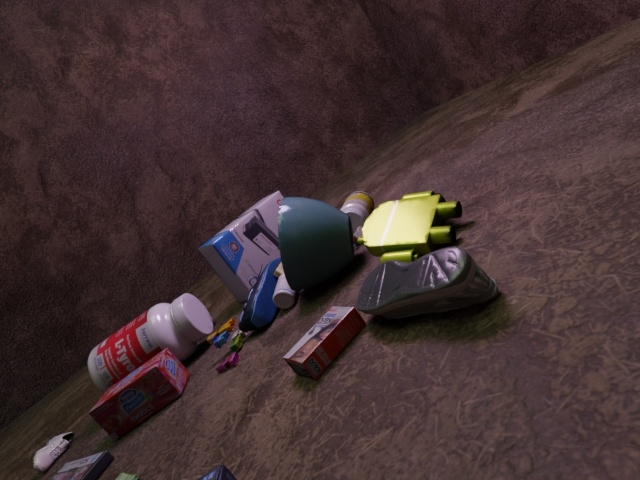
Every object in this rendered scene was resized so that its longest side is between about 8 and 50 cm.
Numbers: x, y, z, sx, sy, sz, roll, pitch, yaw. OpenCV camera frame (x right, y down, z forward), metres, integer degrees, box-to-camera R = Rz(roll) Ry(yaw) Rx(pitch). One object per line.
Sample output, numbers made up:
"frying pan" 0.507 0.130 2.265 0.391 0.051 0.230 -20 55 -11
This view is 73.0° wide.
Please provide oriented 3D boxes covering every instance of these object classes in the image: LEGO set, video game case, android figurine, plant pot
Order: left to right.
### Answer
"video game case" -0.703 0.688 1.123 0.248 0.035 0.275 -28 14 31
"LEGO set" -0.295 0.310 1.316 0.093 0.087 0.227 -33 11 9
"plant pot" 0.000 0.000 1.332 0.195 0.291 0.290 -6 19 9
"android figurine" 0.218 -0.034 1.111 0.272 0.056 0.248 -8 44 37

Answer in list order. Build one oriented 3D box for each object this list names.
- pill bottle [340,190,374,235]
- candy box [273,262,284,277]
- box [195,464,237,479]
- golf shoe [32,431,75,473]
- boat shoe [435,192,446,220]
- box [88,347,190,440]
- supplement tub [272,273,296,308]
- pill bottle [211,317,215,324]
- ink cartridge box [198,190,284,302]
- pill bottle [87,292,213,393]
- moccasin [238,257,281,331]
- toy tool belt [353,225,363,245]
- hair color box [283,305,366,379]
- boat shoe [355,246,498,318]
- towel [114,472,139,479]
"pill bottle" 0.131 -0.097 1.609 0.119 0.119 0.208 -30 14 25
"candy box" -0.087 0.092 1.526 0.027 0.105 0.206 -53 3 27
"box" -0.234 0.466 0.632 0.232 0.059 0.183 -34 14 5
"golf shoe" -0.927 0.729 1.511 0.086 0.069 0.176 -30 13 0
"boat shoe" 0.253 -0.048 1.213 0.227 0.069 0.081 -34 13 7
"box" -0.547 0.466 1.324 0.256 0.123 0.128 -35 11 4
"supplement tub" -0.110 0.161 1.380 0.071 0.071 0.107 -31 21 20
"pill bottle" -0.490 0.347 1.745 0.120 0.067 0.067 -40 13 -19
"ink cartridge box" -0.255 0.022 1.809 0.395 0.286 0.166 -45 17 -34
"pill bottle" -0.603 0.374 1.566 0.407 0.229 0.229 -35 12 6
"moccasin" -0.193 0.170 1.453 0.116 0.138 0.342 -34 11 28
"toy tool belt" 0.125 -0.006 1.475 0.083 0.052 0.051 -40 -19 -31
"hair color box" 0.009 0.215 0.931 0.167 0.053 0.093 -44 15 -27
"boat shoe" 0.183 0.098 0.837 0.320 0.103 0.118 -28 32 54
"towel" -0.479 0.581 0.950 0.113 0.023 0.152 -23 17 42
